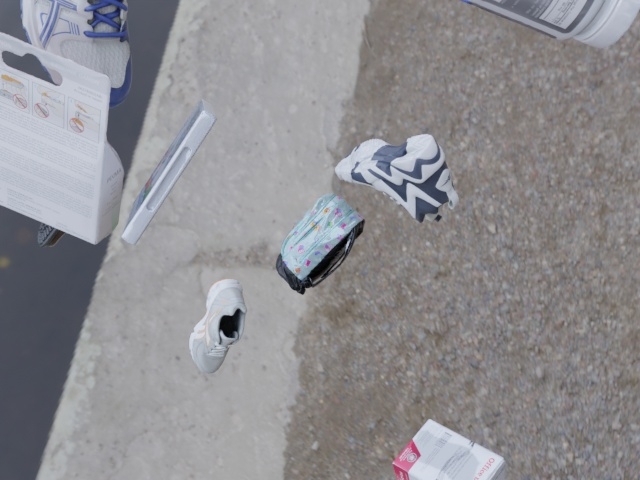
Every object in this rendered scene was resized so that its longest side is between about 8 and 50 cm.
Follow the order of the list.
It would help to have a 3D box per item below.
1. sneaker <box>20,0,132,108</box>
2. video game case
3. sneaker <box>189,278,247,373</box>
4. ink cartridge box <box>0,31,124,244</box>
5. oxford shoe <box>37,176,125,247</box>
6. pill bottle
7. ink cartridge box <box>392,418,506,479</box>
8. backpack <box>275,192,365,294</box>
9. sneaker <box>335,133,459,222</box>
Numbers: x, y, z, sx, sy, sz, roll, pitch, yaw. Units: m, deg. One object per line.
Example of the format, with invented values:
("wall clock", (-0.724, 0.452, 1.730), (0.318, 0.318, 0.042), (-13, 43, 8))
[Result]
("sneaker", (-0.260, -0.295, 0.858), (0.131, 0.112, 0.296), (-5, 103, 42))
("video game case", (-0.151, -0.075, 0.792), (0.143, 0.019, 0.157), (-56, 15, 7))
("sneaker", (-0.238, 0.225, 1.837), (0.099, 0.262, 0.121), (3, 32, -26))
("ink cartridge box", (-0.303, -0.120, 0.853), (0.181, 0.225, 0.056), (23, 37, 5))
("oxford shoe", (-0.476, -0.061, 1.566), (0.227, 0.096, 0.083), (-44, 44, 10))
("pill bottle", (0.174, -0.203, 0.606), (0.137, 0.078, 0.078), (17, 66, -15))
("ink cartridge box", (0.212, 0.377, 1.282), (0.150, 0.063, 0.109), (22, 50, 38))
("backpack", (0.000, 0.000, 1.508), (0.115, 0.152, 0.182), (41, 110, -2))
("sneaker", (0.134, -0.088, 1.292), (0.235, 0.153, 0.094), (-6, 38, 49))
